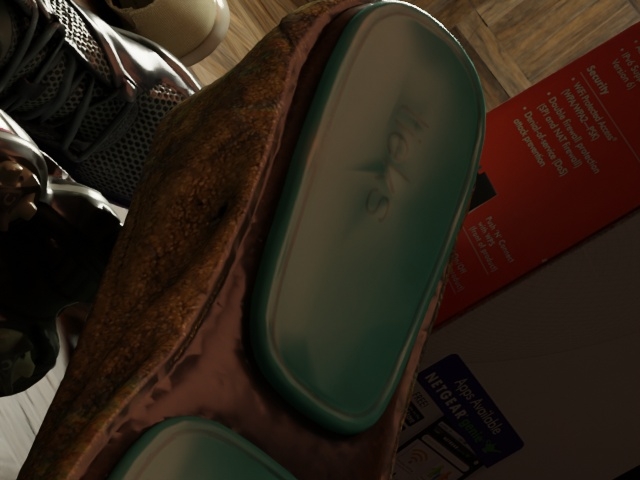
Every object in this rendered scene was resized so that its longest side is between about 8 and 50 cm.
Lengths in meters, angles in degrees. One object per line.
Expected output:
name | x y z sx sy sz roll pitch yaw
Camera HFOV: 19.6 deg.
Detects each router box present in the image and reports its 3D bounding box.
router box | 0.126 0.081 0.758 0.335 0.301 0.082 51 11 -44

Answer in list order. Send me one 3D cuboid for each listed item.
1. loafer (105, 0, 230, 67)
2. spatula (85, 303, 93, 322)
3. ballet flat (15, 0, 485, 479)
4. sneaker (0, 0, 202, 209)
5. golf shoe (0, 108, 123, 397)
loafer | -0.157 -0.254 1.397 0.268 0.102 0.092 56 3 17
spatula | -0.089 0.043 0.791 0.084 0.030 0.296 43 12 -25
ballet flat | -0.039 0.068 0.547 0.123 0.123 0.348 47 45 -31
sneaker | -0.132 -0.073 0.846 0.227 0.087 0.130 42 15 -20
golf shoe | -0.175 -0.054 0.588 0.120 0.105 0.273 39 -10 48
